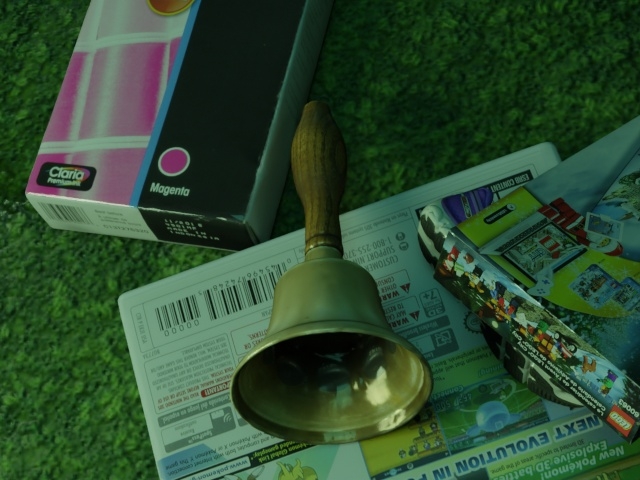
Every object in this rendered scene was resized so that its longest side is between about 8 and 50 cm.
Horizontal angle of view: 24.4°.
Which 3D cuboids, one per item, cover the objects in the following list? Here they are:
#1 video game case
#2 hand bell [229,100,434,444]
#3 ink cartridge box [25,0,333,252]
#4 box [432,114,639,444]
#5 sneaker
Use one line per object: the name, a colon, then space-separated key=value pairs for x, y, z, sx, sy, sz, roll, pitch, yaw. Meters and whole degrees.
video game case: x=0.051 y=0.114 z=0.982 sx=0.329 sy=0.036 sz=0.300 roll=-20 pitch=61 yaw=3
hand bell: x=0.000 y=0.000 z=0.986 sx=0.126 sy=0.126 sz=0.242 roll=-11 pitch=50 yaw=8
ink cartridge box: x=-0.085 y=-0.172 z=1.142 sx=0.176 sy=0.069 sz=0.371 roll=7 pitch=64 yaw=17
box: x=0.206 y=0.009 z=0.925 sx=0.233 sy=0.044 sz=0.159 roll=-29 pitch=59 yaw=-36
sneaker: x=0.131 y=0.029 z=0.949 sx=0.071 sy=0.068 sz=0.170 roll=-27 pitch=64 yaw=-15
